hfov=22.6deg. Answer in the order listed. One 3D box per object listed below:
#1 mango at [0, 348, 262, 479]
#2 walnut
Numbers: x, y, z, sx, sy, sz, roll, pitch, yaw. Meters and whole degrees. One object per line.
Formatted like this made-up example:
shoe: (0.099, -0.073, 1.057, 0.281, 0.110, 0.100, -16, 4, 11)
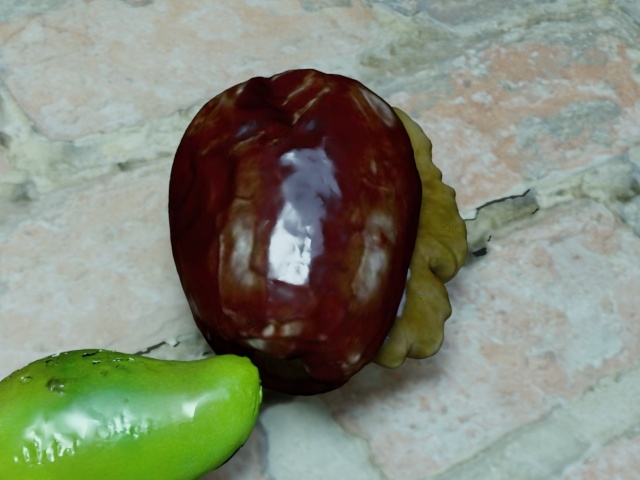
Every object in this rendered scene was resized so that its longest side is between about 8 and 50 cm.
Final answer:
mango: (-0.155, 0.134, 1.157, 0.233, 0.111, 0.125, -19, 75, -7)
walnut: (0.000, 0.000, 1.266, 0.244, 0.222, 0.269, 16, 59, -27)
